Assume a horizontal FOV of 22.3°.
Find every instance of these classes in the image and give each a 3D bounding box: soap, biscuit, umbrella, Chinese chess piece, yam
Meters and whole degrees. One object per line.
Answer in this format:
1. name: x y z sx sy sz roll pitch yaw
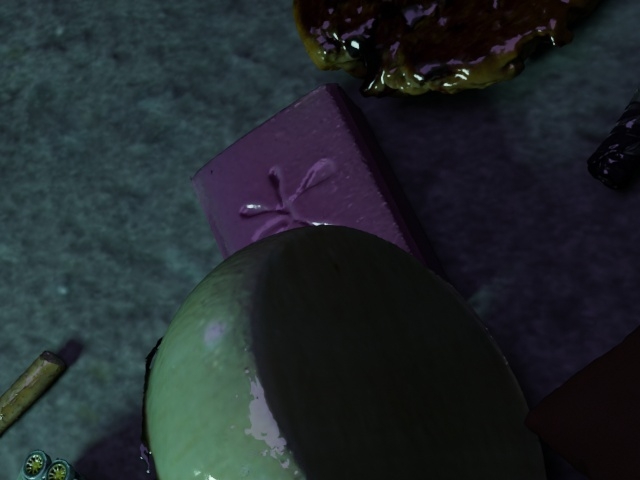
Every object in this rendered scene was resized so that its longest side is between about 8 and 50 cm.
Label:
1. soap: -0.001 -0.001 1.546 0.181 0.081 0.259 -33 55 14
2. biscuit: 0.133 -0.263 1.594 0.334 0.081 0.290 -10 62 22
3. umbrella: 0.303 -0.128 1.450 0.050 0.046 0.188 26 78 33
4. Chinese chess piece: 0.024 0.158 1.291 0.146 0.349 0.349 -37 52 34
5. yam: -0.324 0.174 1.690 0.145 0.032 0.032 -45 53 6

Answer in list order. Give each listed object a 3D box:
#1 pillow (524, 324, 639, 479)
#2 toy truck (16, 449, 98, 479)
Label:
1. pillow: 0.353 0.152 1.238 0.305 0.108 0.308 -39 50 5
2. toy truck: -0.231 0.274 1.556 0.168 0.077 0.100 16 74 34
